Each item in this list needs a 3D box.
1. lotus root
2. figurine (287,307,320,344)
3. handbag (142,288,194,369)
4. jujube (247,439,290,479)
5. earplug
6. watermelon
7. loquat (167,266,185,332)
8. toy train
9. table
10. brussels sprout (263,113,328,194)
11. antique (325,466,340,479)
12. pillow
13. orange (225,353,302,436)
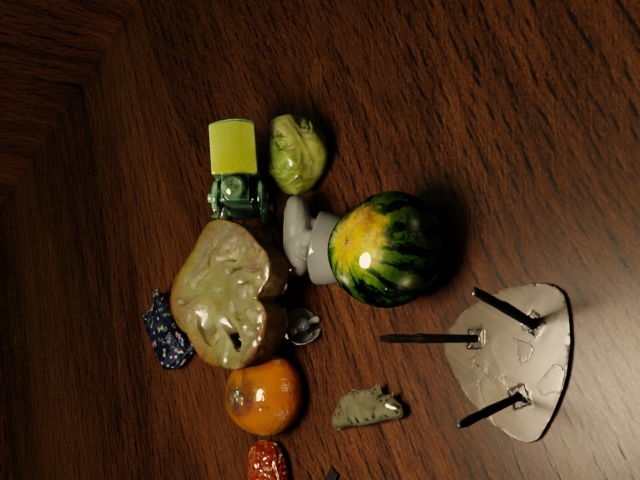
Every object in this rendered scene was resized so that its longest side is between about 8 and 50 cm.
[{"bbox_3d":[-0.239,0.139,2.007,0.374,0.111,0.391,-13,78,38],"label":"lotus root"},{"bbox_3d":[-0.043,0.226,2.029,0.086,0.094,0.082,-126,14,-71],"label":"figurine"},{"bbox_3d":[-0.468,0.278,2.466,0.260,0.113,0.162,56,128,37],"label":"handbag"},{"bbox_3d":[-0.136,0.610,2.034,0.112,0.109,0.176,-15,57,8],"label":"jujube"},{"bbox_3d":[-0.011,0.002,1.983,0.325,0.175,0.214,28,122,55],"label":"earplug"},{"bbox_3d":[0.148,0.021,1.729,0.269,0.269,0.269,-13,73,46],"label":"watermelon"},{"bbox_3d":[-0.324,0.171,2.239,0.235,0.235,0.235,-13,73,46],"label":"loquat"},{"bbox_3d":[-0.220,-0.171,2.130,0.397,0.160,0.253,90,175,-83],"label":"toy train"},{"bbox_3d":[0.307,0.202,1.508,0.317,0.249,0.318,-13,73,46],"label":"table"},{"bbox_3d":[-0.071,-0.228,2.101,0.223,0.161,0.223,-177,90,-72],"label":"brussels sprout"},{"bbox_3d":[0.005,0.654,1.928,0.031,0.015,0.192,30,104,47],"label":"antique"},{"bbox_3d":[0.104,0.391,1.846,0.241,0.051,0.093,-25,64,45],"label":"pillow"},{"bbox_3d":[-0.151,0.401,2.040,0.224,0.170,0.224,-10,77,46],"label":"orange"}]
